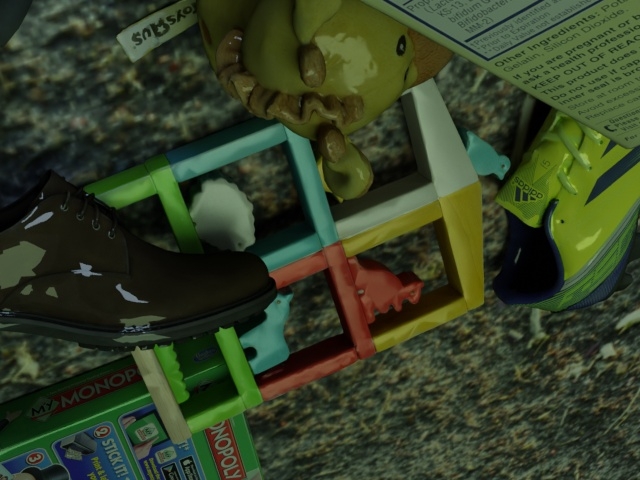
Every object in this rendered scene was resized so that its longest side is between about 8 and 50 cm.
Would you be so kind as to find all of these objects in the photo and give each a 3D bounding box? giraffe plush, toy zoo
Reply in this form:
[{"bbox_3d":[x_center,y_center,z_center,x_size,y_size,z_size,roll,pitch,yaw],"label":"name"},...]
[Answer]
[{"bbox_3d":[-0.001,-0.126,0.470,0.210,0.170,0.181,-44,133,9],"label":"giraffe plush"},{"bbox_3d":[0.000,0.000,0.632,0.293,0.030,0.192,-22,116,-10],"label":"toy zoo"}]

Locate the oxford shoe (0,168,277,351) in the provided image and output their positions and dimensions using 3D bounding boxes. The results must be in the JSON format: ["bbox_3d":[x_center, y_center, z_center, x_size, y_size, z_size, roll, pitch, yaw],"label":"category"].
[{"bbox_3d":[-0.132,0.010,0.529,0.227,0.083,0.096,2,102,-20],"label":"oxford shoe"}]

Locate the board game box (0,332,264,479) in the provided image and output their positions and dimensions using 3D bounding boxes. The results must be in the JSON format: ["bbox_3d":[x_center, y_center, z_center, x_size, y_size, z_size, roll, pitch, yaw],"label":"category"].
[{"bbox_3d":[-0.148,0.228,0.756,0.213,0.046,0.317,-21,131,-13],"label":"board game box"}]

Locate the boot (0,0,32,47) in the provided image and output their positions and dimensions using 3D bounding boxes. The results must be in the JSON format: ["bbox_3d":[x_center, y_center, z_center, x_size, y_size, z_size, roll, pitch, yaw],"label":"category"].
[{"bbox_3d":[-0.341,-0.175,0.254,0.367,0.146,0.445,-31,135,-10],"label":"boot"}]

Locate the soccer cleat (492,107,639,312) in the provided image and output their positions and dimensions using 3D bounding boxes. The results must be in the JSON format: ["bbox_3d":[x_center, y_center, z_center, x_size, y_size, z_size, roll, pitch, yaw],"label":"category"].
[{"bbox_3d":[0.191,-0.061,0.677,0.121,0.093,0.289,-9,128,-13],"label":"soccer cleat"}]

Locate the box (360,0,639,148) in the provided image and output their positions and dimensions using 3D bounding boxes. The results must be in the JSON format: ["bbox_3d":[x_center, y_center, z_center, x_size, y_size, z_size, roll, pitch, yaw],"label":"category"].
[{"bbox_3d":[0.113,-0.188,0.426,0.243,0.214,0.117,17,151,-41],"label":"box"}]
